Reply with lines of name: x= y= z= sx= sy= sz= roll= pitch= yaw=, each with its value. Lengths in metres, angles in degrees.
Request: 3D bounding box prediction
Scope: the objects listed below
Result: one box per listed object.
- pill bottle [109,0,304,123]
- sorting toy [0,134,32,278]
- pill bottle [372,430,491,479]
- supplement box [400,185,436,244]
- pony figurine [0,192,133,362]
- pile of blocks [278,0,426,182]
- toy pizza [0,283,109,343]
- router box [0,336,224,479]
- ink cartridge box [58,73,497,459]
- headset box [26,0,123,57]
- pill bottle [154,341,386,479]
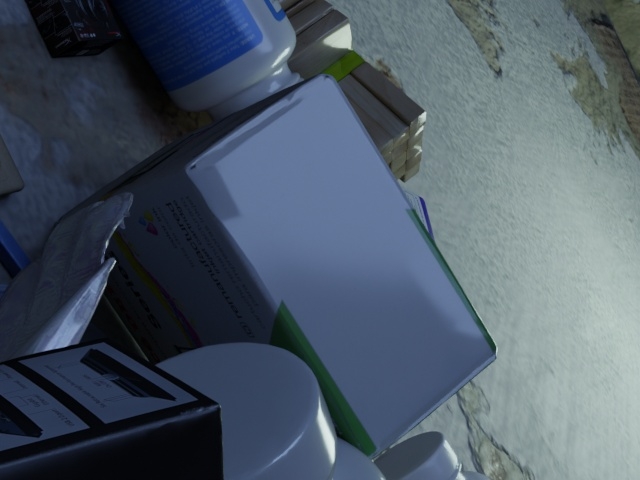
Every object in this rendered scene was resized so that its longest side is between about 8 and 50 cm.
pill bottle: x=-0.098 y=-0.187 z=1.125 sx=0.221 sy=0.124 sz=0.124 roll=59 pitch=28 yaw=-14
sorting toy: x=-0.277 y=-0.104 z=0.835 sx=0.347 sy=0.047 sz=0.196 roll=63 pitch=28 yaw=2
pill bottle: x=0.116 y=0.260 z=1.113 sx=0.186 sy=0.112 sz=0.112 roll=58 pitch=28 yaw=-9
supplement box: x=0.000 y=0.000 z=1.144 sx=0.220 sy=0.111 sz=0.114 roll=24 pitch=46 yaw=-51
pony figurine: x=-0.211 y=0.163 z=0.526 sx=0.363 sy=0.303 sz=0.351 roll=63 pitch=32 yaw=-34
pile of blocks: x=-0.049 y=-0.183 z=1.259 sx=0.113 sy=0.149 sz=0.362 roll=-37 pitch=90 yaw=-19
toy pizza: x=-0.180 y=0.123 z=0.792 sx=0.201 sy=0.032 sz=0.201 roll=27 pitch=50 yaw=-38
router box: x=-0.146 y=0.206 z=0.396 sx=0.243 sy=0.081 sz=0.308 roll=-11 pitch=108 yaw=-34
ink cartridge box: x=-0.042 y=0.026 z=0.871 sx=0.117 sy=0.278 sz=0.201 roll=-36 pitch=101 yaw=-24
headset box: x=-0.202 y=-0.190 z=1.054 sx=0.062 sy=0.032 sz=0.083 roll=-18 pitch=84 yaw=-62
pill bottle: x=-0.024 y=0.211 z=0.731 sx=0.169 sy=0.169 sz=0.301 roll=-70 pitch=150 yaw=-54
